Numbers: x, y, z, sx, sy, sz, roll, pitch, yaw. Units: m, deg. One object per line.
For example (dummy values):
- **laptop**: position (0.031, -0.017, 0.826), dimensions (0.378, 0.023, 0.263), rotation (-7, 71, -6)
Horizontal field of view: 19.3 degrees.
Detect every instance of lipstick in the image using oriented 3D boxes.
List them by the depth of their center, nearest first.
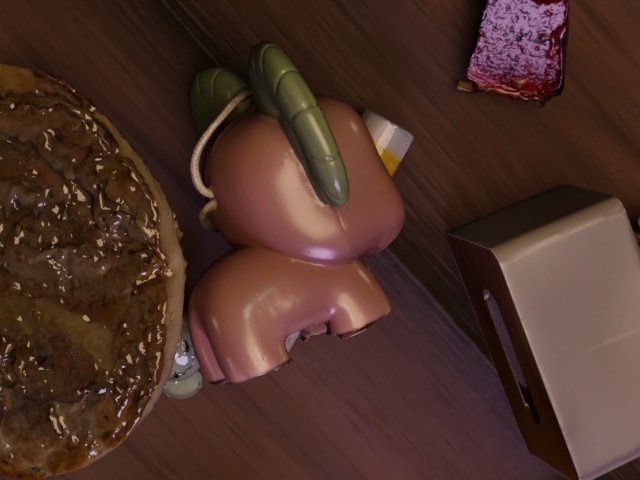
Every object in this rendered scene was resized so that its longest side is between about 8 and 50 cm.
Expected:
- **lipstick**: position (0.000, 0.000, 1.800), dimensions (0.059, 0.059, 0.264), rotation (31, 91, -14)

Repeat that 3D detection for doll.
- **doll**: position (-0.044, -0.034, 1.662), dimensions (0.216, 0.284, 0.268), rotation (-24, 94, -21)

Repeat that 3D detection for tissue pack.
- **tissue pack**: position (0.243, 0.086, 1.813), dimensions (0.136, 0.159, 0.246), rotation (-23, 101, -10)

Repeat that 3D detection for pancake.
- **pancake**: position (-0.298, 0.022, 1.680), dimensions (0.382, 0.071, 0.382), rotation (2, 100, 13)

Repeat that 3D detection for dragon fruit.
- **dragon fruit**: position (0.193, -0.213, 1.804), dimensions (0.102, 0.096, 0.147), rotation (8, 127, -3)

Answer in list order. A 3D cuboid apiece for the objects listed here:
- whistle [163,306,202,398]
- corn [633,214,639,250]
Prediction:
- **whistle**: position (-0.205, 0.076, 1.759), dimensions (0.236, 0.077, 0.114), rotation (20, 117, -11)
- **corn**: position (0.454, 0.016, 1.876), dimensions (0.305, 0.106, 0.106), rotation (-1, 98, -14)
